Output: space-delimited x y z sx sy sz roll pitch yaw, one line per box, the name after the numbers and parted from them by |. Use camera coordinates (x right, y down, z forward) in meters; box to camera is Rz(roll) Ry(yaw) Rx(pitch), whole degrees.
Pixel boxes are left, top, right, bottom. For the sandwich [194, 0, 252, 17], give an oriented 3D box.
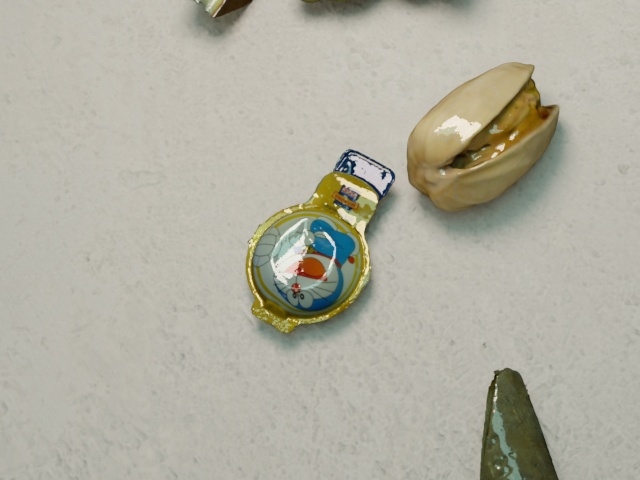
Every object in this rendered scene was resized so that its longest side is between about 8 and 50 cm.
-0.122 -0.437 1.722 0.094 0.096 0.258 26 76 11 | sandwich

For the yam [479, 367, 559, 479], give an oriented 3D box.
0.244 0.291 1.395 0.106 0.106 0.259 -21 69 3 | yam

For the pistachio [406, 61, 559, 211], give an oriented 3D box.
0.218 -0.140 1.534 0.229 0.157 0.157 -39 69 -10 | pistachio

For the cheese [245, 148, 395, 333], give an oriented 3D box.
0.000 0.000 1.559 0.177 0.069 0.270 29 79 19 | cheese

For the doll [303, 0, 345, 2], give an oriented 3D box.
0.081 -0.439 1.646 0.260 0.161 0.177 -3 92 8 | doll
